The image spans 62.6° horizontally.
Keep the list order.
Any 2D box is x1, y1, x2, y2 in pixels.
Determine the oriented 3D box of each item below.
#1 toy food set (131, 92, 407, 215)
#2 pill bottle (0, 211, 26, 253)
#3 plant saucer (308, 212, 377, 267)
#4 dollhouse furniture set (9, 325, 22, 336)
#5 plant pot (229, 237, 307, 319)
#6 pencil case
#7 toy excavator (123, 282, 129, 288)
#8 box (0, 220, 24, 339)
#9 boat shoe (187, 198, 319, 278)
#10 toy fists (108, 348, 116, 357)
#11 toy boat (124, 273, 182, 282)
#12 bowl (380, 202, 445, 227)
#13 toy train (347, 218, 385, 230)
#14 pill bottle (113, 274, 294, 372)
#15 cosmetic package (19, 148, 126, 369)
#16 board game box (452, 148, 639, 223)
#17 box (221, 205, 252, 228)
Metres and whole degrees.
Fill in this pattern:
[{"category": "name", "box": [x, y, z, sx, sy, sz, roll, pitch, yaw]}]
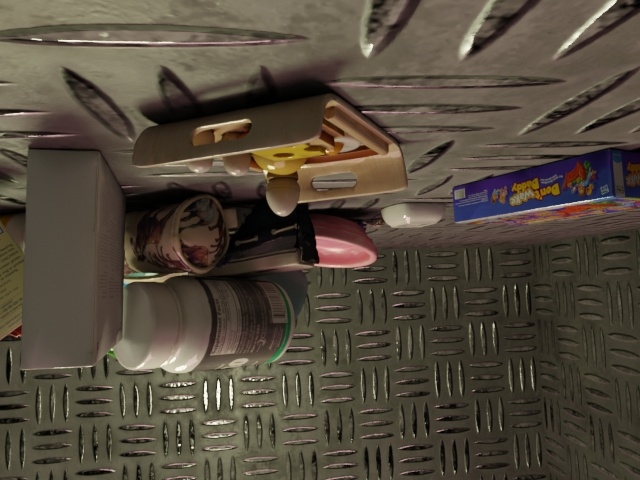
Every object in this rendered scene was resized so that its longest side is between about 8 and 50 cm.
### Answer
[{"category": "toy food set", "box": [-0.039, -0.087, 0.650, 0.220, 0.092, 0.306, -4, 176, 24]}, {"category": "pill bottle", "box": [-0.698, -0.004, 1.209, 0.209, 0.117, 0.118, -4, 175, 21]}, {"category": "plant saucer", "box": [0.000, 0.000, 1.516, 0.332, 0.084, 0.332, 6, 165, 2]}, {"category": "dollhouse furniture set", "box": [-0.635, 0.071, 1.059, 0.374, 0.152, 0.201, 32, 140, -22]}, {"category": "plant pot", "box": [-0.222, 0.132, 1.468, 0.293, 0.293, 0.235, -7, 139, 48]}, {"category": "pencil case", "box": [-0.380, -0.001, 1.151, 0.411, 0.159, 0.184, -5, -178, 34]}, {"category": "toy excavator", "box": [-0.791, 0.070, 1.866, 0.433, 0.222, 0.445, -6, 161, 39]}, {"category": "box", "box": [-0.593, 0.036, 0.849, 0.214, 0.242, 0.117, -5, -152, 37]}, {"category": "boat shoe", "box": [-0.162, 0.001, 1.217, 0.341, 0.158, 0.127, -9, 169, 23]}, {"category": "toy fists", "box": [-0.418, 0.240, 1.241, 0.279, 0.096, 0.142, 25, 153, -25]}, {"category": "toy boat", "box": [-0.436, 0.067, 1.352, 0.268, 0.318, 0.148, -11, 142, 7]}, {"category": "bowl", "box": [0.244, -0.065, 1.384, 0.142, 0.053, 0.142, -1, 174, -22]}, {"category": "toy train", "box": [0.115, 0.008, 1.668, 0.248, 0.143, 0.105, -4, 176, 24]}, {"category": "pill bottle", "box": [-0.247, 0.180, 1.151, 0.204, 0.204, 0.361, -6, 170, 42]}, {"category": "cosmetic package", "box": [-0.379, 0.037, 0.848, 0.098, 0.284, 0.377, -1, 175, -15]}, {"category": "board game box", "box": [0.462, -0.089, 1.009, 0.234, 0.078, 0.347, 0, 175, -28]}, {"category": "box", "box": [-0.252, -0.046, 1.321, 0.183, 0.056, 0.231, -5, 175, 38]}]
